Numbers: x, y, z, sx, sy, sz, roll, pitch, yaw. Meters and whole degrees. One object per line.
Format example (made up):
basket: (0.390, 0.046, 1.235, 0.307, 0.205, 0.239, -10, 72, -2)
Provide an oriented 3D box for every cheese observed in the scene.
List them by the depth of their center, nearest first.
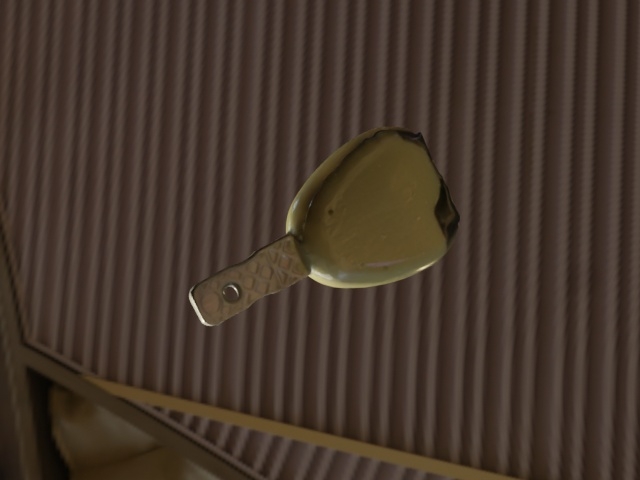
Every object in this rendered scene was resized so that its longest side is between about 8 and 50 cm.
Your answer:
cheese: (0.000, 0.000, 1.029, 0.054, 0.251, 0.127, -20, -83, 61)
